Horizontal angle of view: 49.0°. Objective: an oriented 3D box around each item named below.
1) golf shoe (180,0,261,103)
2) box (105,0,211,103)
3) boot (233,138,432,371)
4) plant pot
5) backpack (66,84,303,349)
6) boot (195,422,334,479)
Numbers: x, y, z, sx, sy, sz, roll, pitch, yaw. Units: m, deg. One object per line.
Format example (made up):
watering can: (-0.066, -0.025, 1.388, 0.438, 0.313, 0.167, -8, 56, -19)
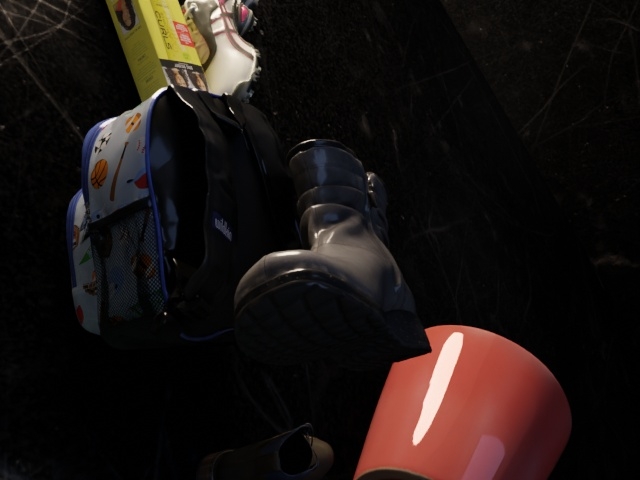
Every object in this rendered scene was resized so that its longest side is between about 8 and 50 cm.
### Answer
golf shoe: (-0.157, -0.277, 1.015, 0.120, 0.105, 0.272, 18, 46, -30)
box: (-0.219, -0.272, 0.934, 0.087, 0.058, 0.232, -8, 74, -56)
boot: (0.000, 0.000, 0.665, 0.338, 0.118, 0.222, 38, 37, -66)
plant pot: (0.177, 0.294, 0.957, 0.275, 0.275, 0.243, 57, 42, -12)
backpack: (-0.132, -0.019, 0.740, 0.277, 0.213, 0.263, 11, 71, -60)
boot: (-0.026, 0.256, 0.801, 0.219, 0.106, 0.082, 8, 62, -53)
